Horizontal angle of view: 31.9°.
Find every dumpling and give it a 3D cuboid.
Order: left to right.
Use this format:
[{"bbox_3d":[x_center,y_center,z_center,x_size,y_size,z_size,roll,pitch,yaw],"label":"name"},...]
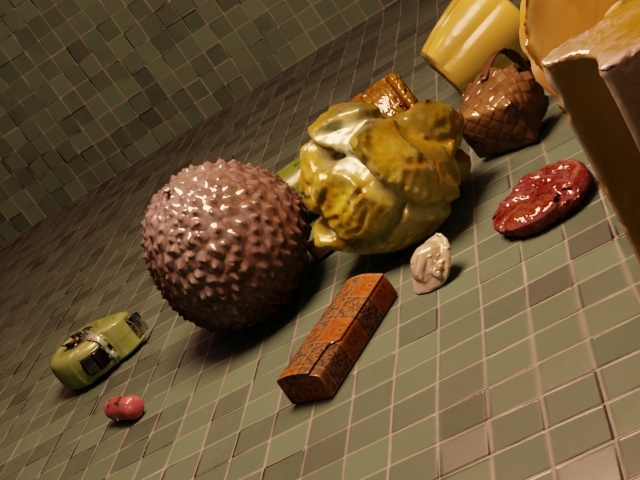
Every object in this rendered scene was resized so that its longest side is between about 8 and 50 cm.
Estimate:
[{"bbox_3d":[0.152,0.033,1.535,0.076,0.052,0.057,-41,14,-13],"label":"dumpling"}]

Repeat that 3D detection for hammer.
[{"bbox_3d":[-0.315,0.269,1.788,0.083,0.043,0.043,-12,29,49],"label":"hammer"}]

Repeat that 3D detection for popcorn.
[{"bbox_3d":[0.098,-0.109,1.719,0.276,0.276,0.225,-54,-8,-46],"label":"popcorn"}]

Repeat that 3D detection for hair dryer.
[{"bbox_3d":[0.000,0.000,1.930,0.063,0.037,0.114,-39,11,-7],"label":"hair dryer"}]

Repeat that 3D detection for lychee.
[{"bbox_3d":[-0.156,0.006,1.809,0.300,0.300,0.300,-31,18,11],"label":"lychee"}]

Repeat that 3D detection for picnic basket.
[{"bbox_3d":[0.301,-0.232,1.818,0.137,0.128,0.178,-14,44,41],"label":"picnic basket"}]

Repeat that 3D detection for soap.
[{"bbox_3d":[0.398,-0.097,0.996,0.293,0.335,0.156,-33,18,-6],"label":"soap"}]

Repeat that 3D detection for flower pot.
[{"bbox_3d":[0.297,-0.376,2.130,0.179,0.195,0.195,-45,17,6],"label":"flower pot"}]

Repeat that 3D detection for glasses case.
[{"bbox_3d":[0.024,0.129,1.523,0.075,0.049,0.218,-19,24,41],"label":"glasses case"}]

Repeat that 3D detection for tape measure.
[{"bbox_3d":[-0.427,0.205,2.074,0.177,0.087,0.154,-19,24,45],"label":"tape measure"}]

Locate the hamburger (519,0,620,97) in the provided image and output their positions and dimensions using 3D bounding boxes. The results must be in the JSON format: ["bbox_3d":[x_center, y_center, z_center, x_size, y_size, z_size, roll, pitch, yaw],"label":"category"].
[{"bbox_3d":[0.426,-0.315,1.619,0.276,0.276,0.237,-30,-3,14],"label":"hamburger"}]

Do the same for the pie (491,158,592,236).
[{"bbox_3d":[0.303,-0.058,1.527,0.154,0.036,0.154,-32,19,12],"label":"pie"}]

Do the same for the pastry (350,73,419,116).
[{"bbox_3d":[0.137,-0.202,1.958,0.103,0.189,0.189,-36,18,6],"label":"pastry"}]

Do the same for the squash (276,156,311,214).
[{"bbox_3d":[-0.123,-0.037,2.114,0.395,0.107,0.107,-34,18,10],"label":"squash"}]
